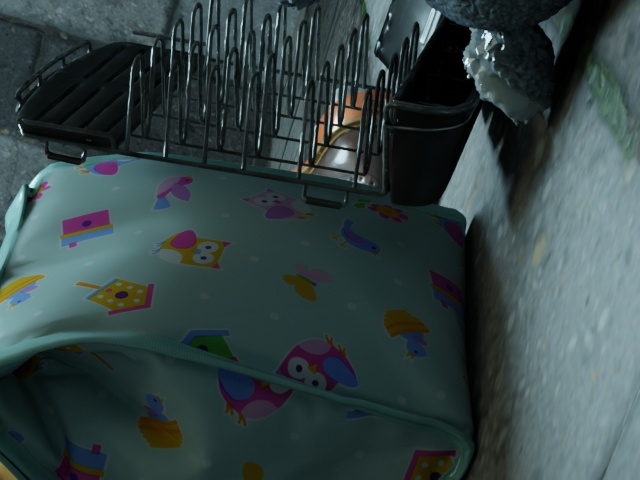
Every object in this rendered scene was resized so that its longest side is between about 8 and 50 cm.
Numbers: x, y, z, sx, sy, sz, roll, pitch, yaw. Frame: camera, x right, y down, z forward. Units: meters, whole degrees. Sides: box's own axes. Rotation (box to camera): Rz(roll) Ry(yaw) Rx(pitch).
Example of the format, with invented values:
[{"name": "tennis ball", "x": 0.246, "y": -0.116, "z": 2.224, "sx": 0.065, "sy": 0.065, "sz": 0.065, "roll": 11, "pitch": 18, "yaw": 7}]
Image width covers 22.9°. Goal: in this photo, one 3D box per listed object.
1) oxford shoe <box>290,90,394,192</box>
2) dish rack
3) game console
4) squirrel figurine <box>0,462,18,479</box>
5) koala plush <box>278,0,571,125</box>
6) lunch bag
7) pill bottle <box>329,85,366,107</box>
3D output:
[{"name": "oxford shoe", "x": 0.013, "y": -0.006, "z": 1.188, "sx": 0.271, "sy": 0.096, "sz": 0.098, "roll": 111, "pitch": 162, "yaw": -63}, {"name": "dish rack", "x": -0.035, "y": -0.095, "z": 0.932, "sx": 0.208, "sy": 0.271, "sz": 0.074, "roll": -58, "pitch": -24, "yaw": -65}, {"name": "game console", "x": 0.096, "y": -0.190, "z": 1.258, "sx": 0.107, "sy": 0.071, "sz": 0.122, "roll": 54, "pitch": 137, "yaw": 42}, {"name": "squirrel figurine", "x": -0.146, "y": 0.160, "z": 1.292, "sx": 0.281, "sy": 0.397, "sz": 0.370, "roll": -25, "pitch": -22, "yaw": -52}, {"name": "koala plush", "x": 0.079, "y": -0.186, "z": 0.817, "sx": 0.221, "sy": 0.203, "sz": 0.196, "roll": -116, "pitch": 27, "yaw": -48}, {"name": "lunch bag", "x": -0.059, "y": 0.059, "z": 0.865, "sx": 0.223, "sy": 0.262, "sz": 0.160, "roll": -86, "pitch": 13, "yaw": -57}, {"name": "pill bottle", "x": 0.023, "y": -0.111, "z": 1.565, "sx": 0.083, "sy": 0.043, "sz": 0.043, "roll": 111, "pitch": 172, "yaw": -45}]
